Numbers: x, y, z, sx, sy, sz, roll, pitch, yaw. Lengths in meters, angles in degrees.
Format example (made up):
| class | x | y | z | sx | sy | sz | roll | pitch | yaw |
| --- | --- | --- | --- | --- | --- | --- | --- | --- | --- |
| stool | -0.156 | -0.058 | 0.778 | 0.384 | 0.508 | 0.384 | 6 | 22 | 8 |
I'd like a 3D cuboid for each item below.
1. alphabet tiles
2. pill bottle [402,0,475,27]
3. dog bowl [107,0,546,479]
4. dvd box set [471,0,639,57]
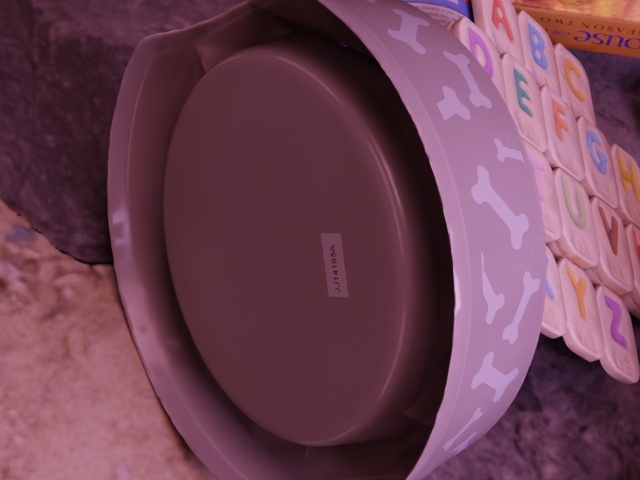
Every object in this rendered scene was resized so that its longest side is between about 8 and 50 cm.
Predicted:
| class | x | y | z | sx | sy | sz | roll | pitch | yaw |
| --- | --- | --- | --- | --- | --- | --- | --- | --- | --- |
| alphabet tiles | 0.174 | -0.045 | 1.227 | 0.284 | 0.021 | 0.278 | 30 | 46 | -47 |
| pill bottle | 0.056 | -0.054 | 1.216 | 0.152 | 0.152 | 0.272 | -1 | 65 | -19 |
| dog bowl | 0.000 | 0.000 | 1.075 | 0.102 | 0.349 | 0.348 | -13 | 70 | -37 |
| dvd box set | 0.252 | -0.293 | 1.371 | 0.420 | 0.062 | 0.307 | 9 | 70 | 2 |
